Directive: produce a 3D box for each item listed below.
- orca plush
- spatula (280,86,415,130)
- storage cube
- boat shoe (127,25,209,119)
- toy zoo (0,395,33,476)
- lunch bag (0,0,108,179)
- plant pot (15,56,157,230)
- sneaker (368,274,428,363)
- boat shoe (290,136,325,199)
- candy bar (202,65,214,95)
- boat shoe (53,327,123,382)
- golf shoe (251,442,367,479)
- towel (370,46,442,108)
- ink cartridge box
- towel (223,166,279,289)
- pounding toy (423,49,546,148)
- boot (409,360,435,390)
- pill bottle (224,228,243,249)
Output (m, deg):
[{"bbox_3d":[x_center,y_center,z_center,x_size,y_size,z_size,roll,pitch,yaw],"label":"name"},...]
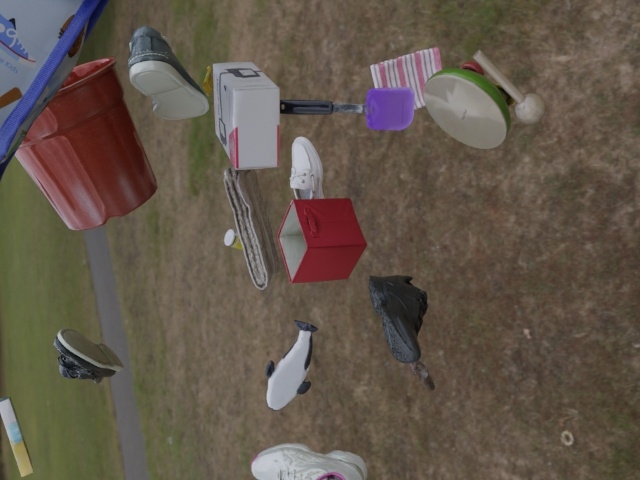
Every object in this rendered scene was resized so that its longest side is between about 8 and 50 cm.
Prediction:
[{"bbox_3d":[-0.103,0.397,2.087,0.102,0.151,0.287,149,131,-76],"label":"orca plush"},{"bbox_3d":[0.043,-0.267,1.323,0.296,0.030,0.084,5,105,23],"label":"spatula"},{"bbox_3d":[0.000,0.000,1.961,0.215,0.193,0.184,115,145,-49],"label":"storage cube"},{"bbox_3d":[-0.299,-0.321,1.300,0.319,0.116,0.099,56,-157,-83],"label":"boat shoe"},{"bbox_3d":[-0.787,0.500,1.687,0.293,0.030,0.192,-21,87,63],"label":"toy zoo"},{"bbox_3d":[-0.429,-0.313,0.760,0.239,0.327,0.386,-9,52,60],"label":"lunch bag"},{"bbox_3d":[-0.467,-0.180,1.279,0.272,0.272,0.265,31,146,58],"label":"plant pot"},{"bbox_3d":[0.199,0.168,1.539,0.286,0.130,0.109,-106,6,-52],"label":"sneaker"},{"bbox_3d":[-0.051,-0.191,2.098,0.098,0.096,0.277,9,120,44],"label":"boat shoe"},{"bbox_3d":[-0.334,-0.482,1.967,0.161,0.018,0.040,-94,-21,-56],"label":"candy bar"},{"bbox_3d":[-0.663,0.335,1.809,0.127,0.113,0.340,48,172,13],"label":"boat shoe"},{"bbox_3d":[-0.037,0.599,1.671,0.140,0.306,0.115,-50,-41,-75],"label":"golf shoe"},{"bbox_3d":[0.236,-0.415,1.717,0.029,0.197,0.144,-153,46,-74],"label":"towel"},{"bbox_3d":[-0.164,-0.276,1.416,0.237,0.100,0.172,-125,32,-58],"label":"ink cartridge box"},{"bbox_3d":[-0.153,-0.040,1.523,0.187,0.049,0.282,-57,-48,-79],"label":"towel"},{"bbox_3d":[0.309,-0.279,1.216,0.183,0.110,0.237,43,162,-12],"label":"pounding toy"},{"bbox_3d":[0.254,0.329,1.690,0.106,0.037,0.114,49,176,38],"label":"boot"},{"bbox_3d":[-0.298,0.001,2.468,0.065,0.116,0.065,-25,57,46],"label":"pill bottle"}]
